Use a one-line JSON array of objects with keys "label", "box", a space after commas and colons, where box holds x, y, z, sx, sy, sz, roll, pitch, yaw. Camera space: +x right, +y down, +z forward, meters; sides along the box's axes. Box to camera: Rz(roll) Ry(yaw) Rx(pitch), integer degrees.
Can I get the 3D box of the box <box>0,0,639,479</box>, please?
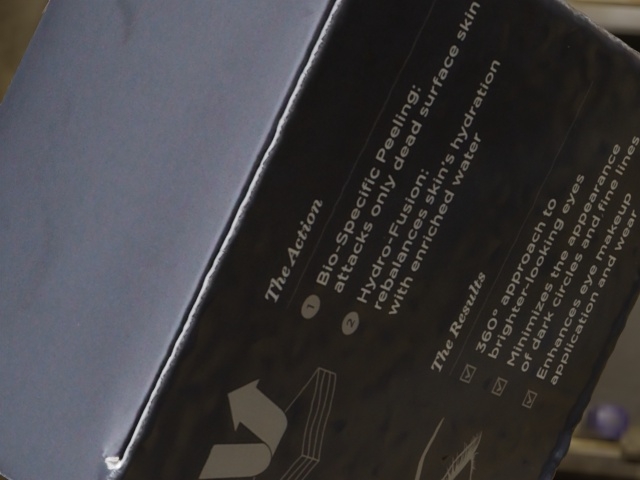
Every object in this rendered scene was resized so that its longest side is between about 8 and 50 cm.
[{"label": "box", "box": [0.000, 0.000, 0.498, 0.093, 0.156, 0.158, 26, 1, 41]}]
